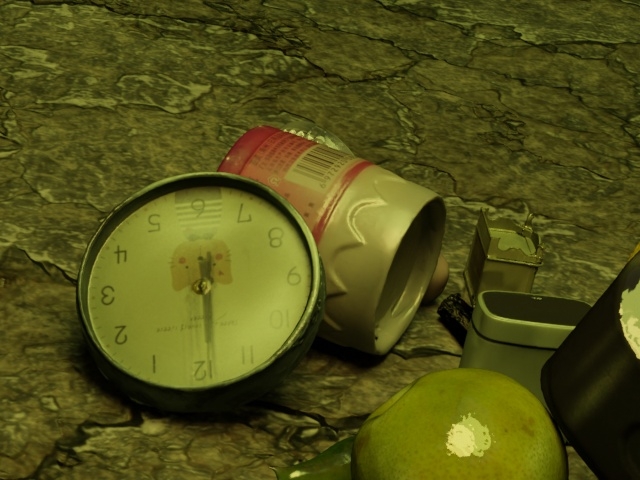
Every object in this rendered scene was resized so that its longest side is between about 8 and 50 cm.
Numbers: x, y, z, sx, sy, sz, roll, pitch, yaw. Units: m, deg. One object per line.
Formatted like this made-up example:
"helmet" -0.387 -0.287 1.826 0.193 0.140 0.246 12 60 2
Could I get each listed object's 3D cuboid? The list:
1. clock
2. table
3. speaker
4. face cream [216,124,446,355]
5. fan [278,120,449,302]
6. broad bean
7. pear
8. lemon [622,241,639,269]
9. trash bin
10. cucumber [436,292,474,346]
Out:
"clock" -0.107 0.042 1.702 0.226 0.049 0.226 -3 61 6
"table" 0.190 0.021 1.973 0.062 0.083 0.079 7 27 -9
"speaker" 0.300 0.197 1.451 0.184 0.180 0.388 -13 57 -44
"face cream" 0.000 0.000 1.831 0.195 0.175 0.175 22 29 19
"fan" 0.031 -0.023 1.964 0.244 0.130 0.074 38 53 16
"broad bean" 0.083 0.186 1.659 0.297 0.043 0.060 -4 41 -31
"pear" 0.127 0.207 1.542 0.216 0.166 0.180 54 25 -7
"lemon" 0.385 0.077 1.802 0.219 0.240 0.240 -33 45 -16
"trash bin" 0.184 0.117 1.737 0.116 0.130 0.059 7 28 -11
"cucumber" 0.153 0.094 1.877 0.034 0.033 0.135 34 11 -41
